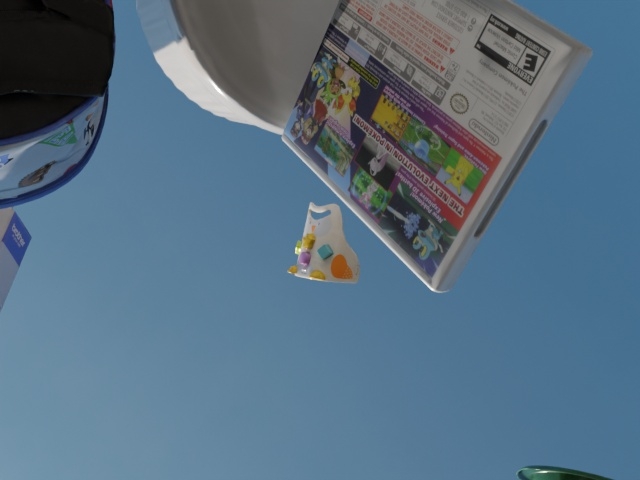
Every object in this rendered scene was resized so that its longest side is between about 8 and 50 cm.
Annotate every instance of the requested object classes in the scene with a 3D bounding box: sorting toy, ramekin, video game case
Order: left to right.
[{"bbox_3d":[-0.040,-0.225,0.711,0.272,0.127,0.273,-3,-84,-36],"label":"ramekin"},{"bbox_3d":[0.000,0.000,0.781,0.044,0.083,0.075,3,-88,-34],"label":"sorting toy"},{"bbox_3d":[0.064,-0.097,0.550,0.023,0.183,0.201,-2,-142,-43],"label":"video game case"}]

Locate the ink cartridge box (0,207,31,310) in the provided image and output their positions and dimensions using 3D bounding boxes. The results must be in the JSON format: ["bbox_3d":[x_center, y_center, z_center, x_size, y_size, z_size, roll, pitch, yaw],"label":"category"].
[{"bbox_3d":[-0.408,0.060,0.765,0.185,0.065,0.311,4,-122,8],"label":"ink cartridge box"}]

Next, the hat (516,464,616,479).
[{"bbox_3d":[0.293,0.366,0.874,0.173,0.208,0.184,22,-112,-5],"label":"hat"}]

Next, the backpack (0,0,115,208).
[{"bbox_3d":[-0.270,-0.127,0.517,0.263,0.213,0.277,-4,-104,-14],"label":"backpack"}]
